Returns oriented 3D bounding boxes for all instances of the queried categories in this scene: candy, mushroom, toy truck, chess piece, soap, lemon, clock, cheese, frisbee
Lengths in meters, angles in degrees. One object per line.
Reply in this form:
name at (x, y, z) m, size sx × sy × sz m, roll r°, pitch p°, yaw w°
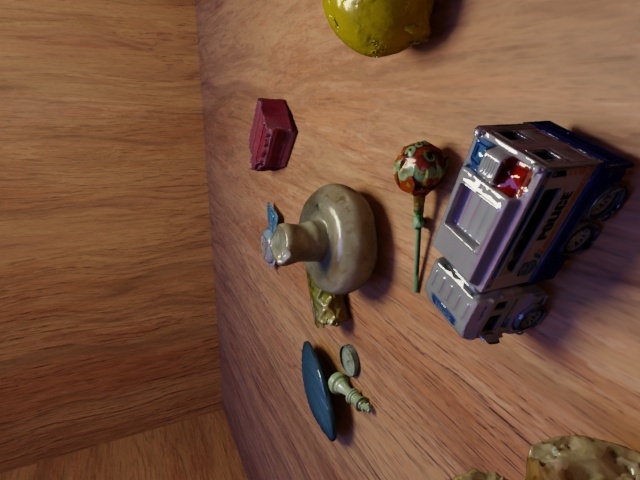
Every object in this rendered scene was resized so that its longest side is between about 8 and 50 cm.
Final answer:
candy at (0.173, -0.029, 0.713) m, size 0.084 × 0.078 × 0.288 m, roll 20°, pitch 127°, yaw 41°
mushroom at (0.000, 0.000, 0.892) m, size 0.243 × 0.243 × 0.243 m, roll 172°, pitch 90°, yaw -66°
toy truck at (0.217, 0.004, 0.498) m, size 0.124 × 0.155 × 0.268 m, roll -124°, pitch 35°, yaw -45°
chess piece at (0.081, 0.391, 1.044) m, size 0.149 × 0.059 × 0.059 m, roll 21°, pitch 117°, yaw 55°
soap at (-0.168, -0.316, 1.315) m, size 0.162 × 0.099 × 0.250 m, roll 70°, pitch 152°, yaw 25°
lemon at (0.091, -0.380, 0.646) m, size 0.206 × 0.173 × 0.173 m, roll 49°, pitch 145°, yaw 16°
clock at (0.075, 0.311, 1.067) m, size 0.085 × 0.017 × 0.085 m, roll 172°, pitch 90°, yaw -66°
cheese at (-0.180, -0.008, 1.488) m, size 0.135 × 0.052 × 0.245 m, roll -129°, pitch 39°, yaw -49°
frisbee at (-0.020, 0.438, 1.203) m, size 0.289 × 0.049 × 0.289 m, roll 167°, pitch 90°, yaw -78°

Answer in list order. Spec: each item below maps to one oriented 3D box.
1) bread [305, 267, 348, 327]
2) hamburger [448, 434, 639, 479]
bread at (0.008, 0.087, 1.062) m, size 0.087 × 0.098 × 0.269 m, roll -13°, pitch 85°, yaw 37°
hamburger at (0.296, 0.389, 0.301) m, size 0.445 × 0.268 × 0.287 m, roll 39°, pitch 130°, yaw 51°
